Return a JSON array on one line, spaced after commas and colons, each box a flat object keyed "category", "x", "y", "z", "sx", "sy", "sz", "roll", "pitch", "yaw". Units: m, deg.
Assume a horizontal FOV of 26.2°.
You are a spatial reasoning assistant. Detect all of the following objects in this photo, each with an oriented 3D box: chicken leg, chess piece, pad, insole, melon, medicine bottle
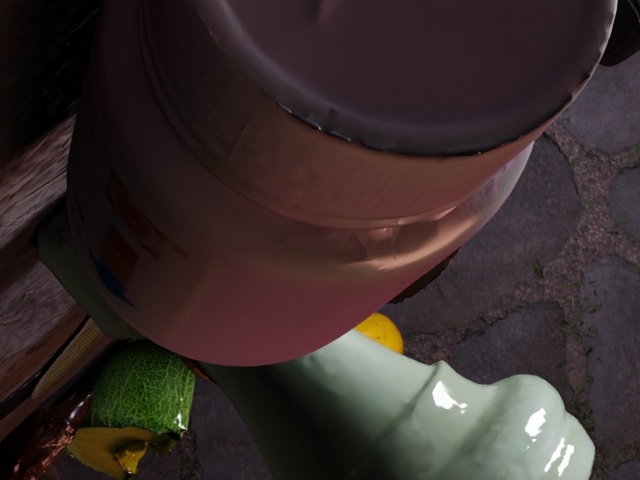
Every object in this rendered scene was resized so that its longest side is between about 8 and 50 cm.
[{"category": "chicken leg", "x": -0.354, "y": 0.263, "z": 1.642, "sx": 0.234, "sy": 0.063, "sz": 0.105, "roll": -47, "pitch": -171, "yaw": 29}, {"category": "chess piece", "x": -0.014, "y": 0.073, "z": 0.761, "sx": 0.194, "sy": 0.299, "sz": 0.194, "roll": -44, "pitch": 179, "yaw": -1}, {"category": "pad", "x": -0.284, "y": 0.145, "z": 1.336, "sx": 0.157, "sy": 0.003, "sz": 0.112, "roll": -43, "pitch": 178, "yaw": -39}, {"category": "insole", "x": -0.211, "y": 0.080, "z": 1.299, "sx": 0.109, "sy": 0.007, "sz": 0.322, "roll": -43, "pitch": 178, "yaw": -42}, {"category": "melon", "x": -0.246, "y": 0.194, "z": 1.751, "sx": 0.265, "sy": 0.129, "sz": 0.169, "roll": 134, "pitch": -26, "yaw": -59}, {"category": "medicine bottle", "x": -0.007, "y": -0.048, "z": 0.480, "sx": 0.152, "sy": 0.152, "sz": 0.254, "roll": -43, "pitch": 178, "yaw": -22}]

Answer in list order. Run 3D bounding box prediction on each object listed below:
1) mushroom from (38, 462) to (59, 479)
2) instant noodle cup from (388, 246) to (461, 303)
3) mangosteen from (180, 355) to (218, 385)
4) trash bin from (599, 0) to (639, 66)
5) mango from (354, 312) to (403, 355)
[{"category": "mushroom", "x": -0.444, "y": 0.363, "z": 1.800, "sx": 0.223, "sy": 0.081, "sz": 0.092, "roll": -41, "pitch": -163, "yaw": 7}, {"category": "instant noodle cup", "x": 0.059, "y": -0.078, "z": 1.326, "sx": 0.274, "sy": 0.091, "sz": 0.274, "roll": -38, "pitch": -137, "yaw": 47}, {"category": "mangosteen", "x": -0.075, "y": 0.077, "z": 1.396, "sx": 0.217, "sy": 0.192, "sz": 0.192, "roll": -39, "pitch": -178, "yaw": 45}, {"category": "trash bin", "x": 0.374, "y": -0.338, "z": 1.481, "sx": 0.290, "sy": 0.209, "sz": 0.182, "roll": -37, "pitch": 177, "yaw": -23}, {"category": "mango", "x": 0.022, "y": 0.158, "z": 1.739, "sx": 0.145, "sy": 0.112, "sz": 0.219, "roll": -39, "pitch": 171, "yaw": 30}]
